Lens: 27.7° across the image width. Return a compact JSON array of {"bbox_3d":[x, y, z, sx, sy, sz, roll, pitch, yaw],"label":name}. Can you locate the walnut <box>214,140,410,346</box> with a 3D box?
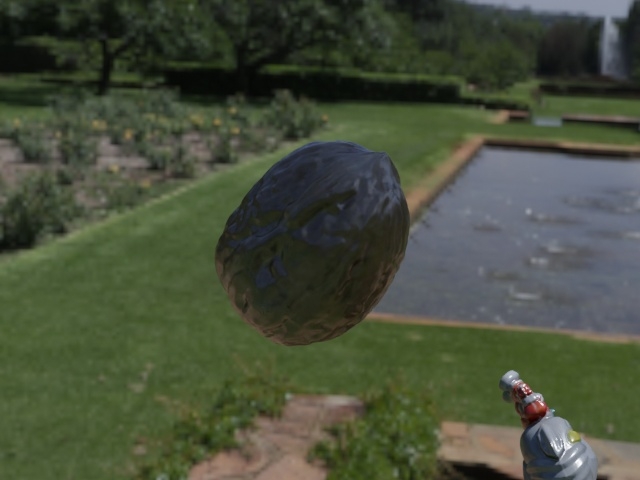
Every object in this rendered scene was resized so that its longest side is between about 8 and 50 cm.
[{"bbox_3d":[-0.002,0.000,1.277,0.178,0.230,0.178,29,28,-17],"label":"walnut"}]

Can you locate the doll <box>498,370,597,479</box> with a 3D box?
[{"bbox_3d":[0.237,0.214,1.359,0.079,0.180,0.094,-25,-34,0],"label":"doll"}]
